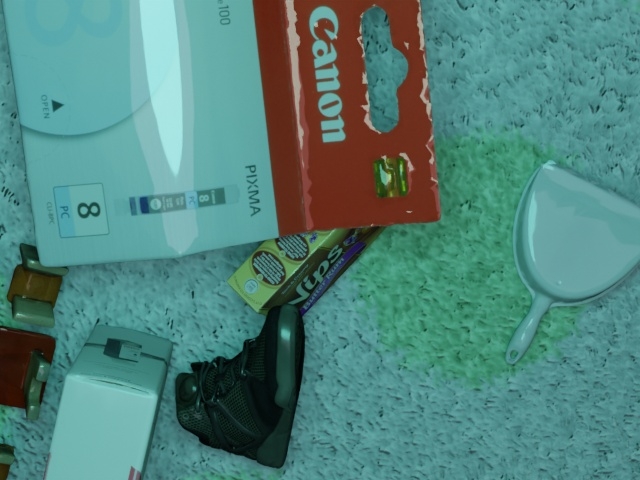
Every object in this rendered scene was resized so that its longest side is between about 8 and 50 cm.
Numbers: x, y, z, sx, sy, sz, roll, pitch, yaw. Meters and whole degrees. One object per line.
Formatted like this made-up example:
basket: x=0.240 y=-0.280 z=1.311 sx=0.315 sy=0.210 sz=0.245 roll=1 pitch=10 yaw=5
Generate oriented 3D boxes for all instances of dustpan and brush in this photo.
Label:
dustpan and brush: x=0.251 y=0.039 z=1.475 sx=0.147 sy=0.060 sz=0.211 roll=27 pitch=89 yaw=1

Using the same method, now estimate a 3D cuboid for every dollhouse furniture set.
dollhouse furniture set: x=-0.400 y=0.111 z=1.397 sx=0.259 sy=0.135 sz=0.262 roll=14 pitch=98 yaw=-19

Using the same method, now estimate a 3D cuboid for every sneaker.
sneaker: x=-0.083 y=0.143 z=1.398 sx=0.130 sy=0.087 sz=0.227 roll=11 pitch=140 yaw=-2

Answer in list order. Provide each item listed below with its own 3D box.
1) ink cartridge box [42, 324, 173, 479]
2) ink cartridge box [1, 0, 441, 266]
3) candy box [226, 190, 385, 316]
ink cartridge box: x=-0.208 y=0.185 z=1.363 sx=0.092 sy=0.218 sz=0.158 roll=13 pitch=98 yaw=-3
ink cartridge box: x=-0.095 y=-0.143 z=1.301 sx=0.385 sy=0.091 sz=0.308 roll=-4 pitch=98 yaw=12
candy box: x=0.000 y=0.000 z=1.405 sx=0.053 sy=0.109 sz=0.186 roll=43 pitch=92 yaw=21
